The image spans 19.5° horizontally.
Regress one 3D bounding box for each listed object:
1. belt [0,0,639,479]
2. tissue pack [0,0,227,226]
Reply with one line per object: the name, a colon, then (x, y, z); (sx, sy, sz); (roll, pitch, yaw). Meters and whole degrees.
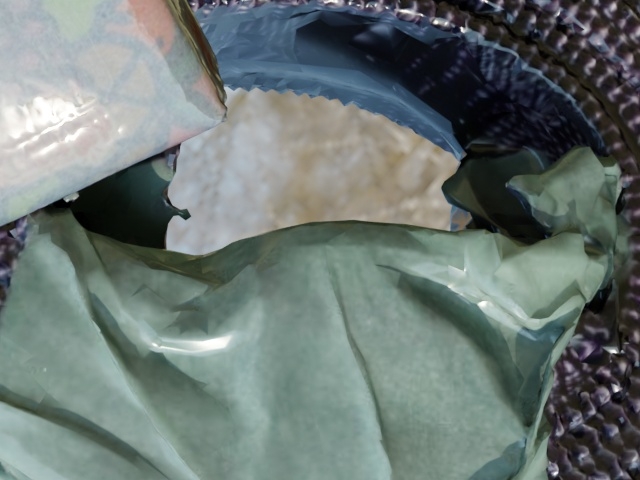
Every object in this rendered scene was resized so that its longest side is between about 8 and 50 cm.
belt: (0.000, 0.000, 0.647); (0.325, 0.260, 0.122); (8, 161, -14)
tissue pack: (-0.059, -0.045, 0.311); (0.083, 0.063, 0.035); (61, -174, -28)
